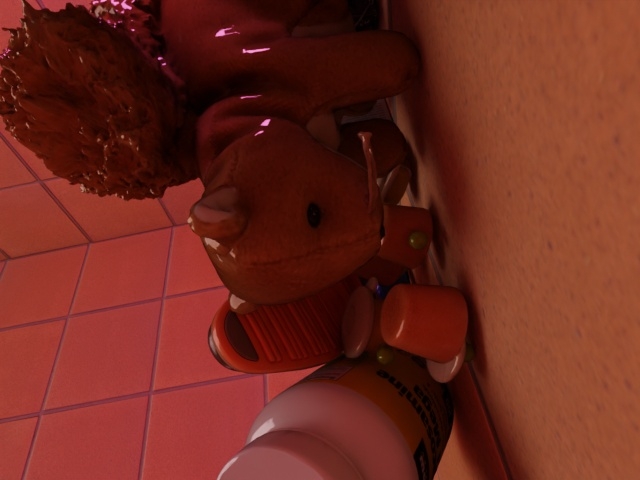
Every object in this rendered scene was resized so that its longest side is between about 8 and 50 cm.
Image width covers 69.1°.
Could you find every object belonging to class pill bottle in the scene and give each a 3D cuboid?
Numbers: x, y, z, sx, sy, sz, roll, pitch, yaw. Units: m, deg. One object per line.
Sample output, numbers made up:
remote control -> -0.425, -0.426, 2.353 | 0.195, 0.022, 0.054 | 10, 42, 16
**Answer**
pill bottle -> 0.035, 0.235, 0.528 | 0.334, 0.188, 0.187 | -4, -98, -66

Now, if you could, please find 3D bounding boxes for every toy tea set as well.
toy tea set -> 0.105, 0.038, 0.568 | 0.335, 0.125, 0.199 | -93, 22, -49

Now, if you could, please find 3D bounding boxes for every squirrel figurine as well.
squirrel figurine -> -0.099, -0.115, 0.484 | 0.281, 0.398, 0.370 | 100, 173, -65

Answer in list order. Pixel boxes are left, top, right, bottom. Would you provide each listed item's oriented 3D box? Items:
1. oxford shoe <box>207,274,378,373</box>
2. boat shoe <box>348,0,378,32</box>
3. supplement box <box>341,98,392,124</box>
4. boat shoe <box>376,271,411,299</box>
oxford shoe -> -0.038, 0.115, 0.631 | 0.129, 0.133, 0.364 | 61, -156, 13
boat shoe -> 0.043, -0.298, 0.621 | 0.076, 0.080, 0.228 | 61, 173, 21
supplement box -> 0.052, -0.180, 0.751 | 0.111, 0.114, 0.219 | 77, -179, -55
boat shoe -> 0.126, 0.087, 0.821 | 0.089, 0.109, 0.258 | 65, -151, -51
